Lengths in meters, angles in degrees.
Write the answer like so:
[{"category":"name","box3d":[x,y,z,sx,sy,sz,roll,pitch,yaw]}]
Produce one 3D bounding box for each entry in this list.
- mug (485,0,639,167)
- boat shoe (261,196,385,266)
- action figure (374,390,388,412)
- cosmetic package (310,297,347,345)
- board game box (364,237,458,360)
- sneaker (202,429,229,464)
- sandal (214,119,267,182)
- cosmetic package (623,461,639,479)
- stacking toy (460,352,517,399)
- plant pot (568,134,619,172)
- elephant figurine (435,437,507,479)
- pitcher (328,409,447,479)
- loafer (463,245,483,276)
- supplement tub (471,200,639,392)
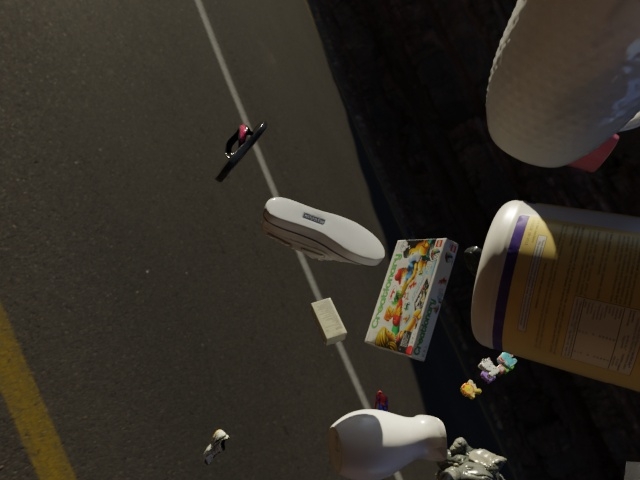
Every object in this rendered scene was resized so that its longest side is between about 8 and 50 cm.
[{"category":"mug","box3d":[0.500,-0.306,0.824,0.374,0.328,0.276,5,45,-11]},{"category":"boat shoe","box3d":[0.000,0.000,0.962,0.268,0.088,0.096,19,43,-3]},{"category":"action figure","box3d":[0.157,0.426,1.158,0.038,0.030,0.115,17,26,-7]},{"category":"cosmetic package","box3d":[0.020,0.216,1.219,0.041,0.060,0.115,97,-26,-50]},{"category":"board game box","box3d":[0.234,0.143,1.188,0.053,0.193,0.305,27,75,-26]},{"category":"sneaker","box3d":[-0.243,0.486,1.060,0.083,0.037,0.032,-65,163,-7]},{"category":"sandal","box3d":[-0.140,-0.166,0.780,0.040,0.067,0.179,38,41,-12]},{"category":"cosmetic package","box3d":[0.905,0.616,1.007,0.197,0.365,0.155,45,52,-5]},{"category":"stacking toy","box3d":[0.527,0.372,1.354,0.052,0.221,0.167,51,-29,30]},{"category":"plant pot","box3d":[0.809,-0.312,1.431,0.180,0.201,0.201,35,20,15]},{"category":"elephant figurine","box3d":[0.380,0.586,1.108,0.169,0.186,0.239,59,-10,14]},{"category":"pitcher","box3d":[0.117,0.396,0.906,0.207,0.178,0.125,0,76,-18]},{"category":"loafer","box3d":[0.435,0.082,1.099,0.223,0.078,0.076,40,-12,-14]},{"category":"supplement tub","box3d":[0.413,0.081,0.656,0.241,0.331,0.240,-30,126,-51]}]
